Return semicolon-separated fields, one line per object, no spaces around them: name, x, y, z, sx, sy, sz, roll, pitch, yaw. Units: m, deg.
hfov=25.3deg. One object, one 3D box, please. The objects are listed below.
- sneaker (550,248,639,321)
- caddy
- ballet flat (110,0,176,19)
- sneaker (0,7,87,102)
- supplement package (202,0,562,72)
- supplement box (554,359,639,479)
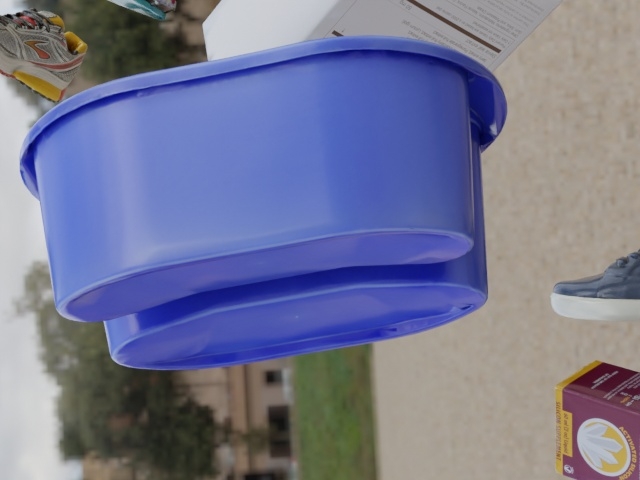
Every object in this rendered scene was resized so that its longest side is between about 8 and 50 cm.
sneaker;0.412;-0.006;1.530;0.131;0.350;0.148;-39;-63;-83
caddy;-0.036;-0.035;0.983;0.241;0.341;0.179;63;-161;-67
ballet flat;-0.210;-0.234;1.030;0.091;0.241;0.077;-167;96;-81
sneaker;-0.360;-0.244;1.688;0.092;0.088;0.225;-52;-24;5
supplement package;0.049;-0.210;1.296;0.293;0.175;0.177;-45;37;30
supplement box;0.333;0.201;1.427;0.081;0.188;0.104;-24;-62;-42
